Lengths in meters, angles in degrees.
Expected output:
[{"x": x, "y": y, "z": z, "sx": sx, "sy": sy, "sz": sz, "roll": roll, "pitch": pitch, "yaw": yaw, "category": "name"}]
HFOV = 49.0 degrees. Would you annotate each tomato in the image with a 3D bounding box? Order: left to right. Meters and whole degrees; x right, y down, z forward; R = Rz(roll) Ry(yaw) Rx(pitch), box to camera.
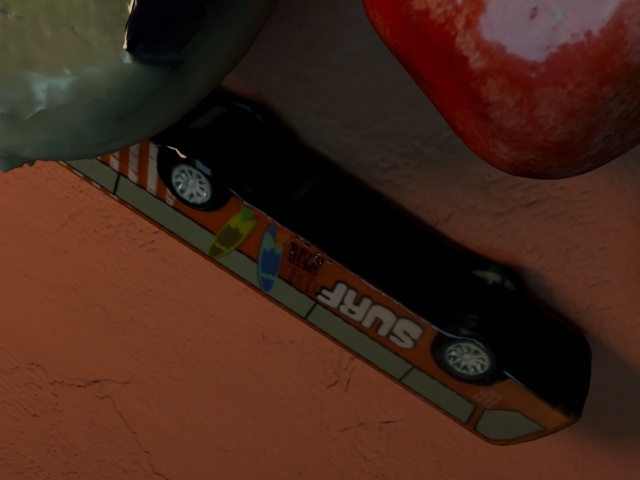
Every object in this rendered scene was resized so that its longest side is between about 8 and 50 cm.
[{"x": 0.113, "y": -0.123, "z": 0.336, "sx": 0.187, "sy": 0.151, "sz": 0.187, "roll": 9, "pitch": 118, "yaw": 18, "category": "tomato"}]

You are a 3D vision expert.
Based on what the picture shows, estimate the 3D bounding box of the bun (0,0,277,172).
[{"x": -0.153, "y": -0.186, "z": 0.374, "sx": 0.293, "sy": 0.187, "sz": 0.293, "roll": 0, "pitch": 92, "yaw": -7, "category": "bun"}]

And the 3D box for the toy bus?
[{"x": 0.000, "y": 0.000, "z": 0.493, "sx": 0.408, "sy": 0.093, "sz": 0.092, "roll": 34, "pitch": 134, "yaw": 0, "category": "toy bus"}]
